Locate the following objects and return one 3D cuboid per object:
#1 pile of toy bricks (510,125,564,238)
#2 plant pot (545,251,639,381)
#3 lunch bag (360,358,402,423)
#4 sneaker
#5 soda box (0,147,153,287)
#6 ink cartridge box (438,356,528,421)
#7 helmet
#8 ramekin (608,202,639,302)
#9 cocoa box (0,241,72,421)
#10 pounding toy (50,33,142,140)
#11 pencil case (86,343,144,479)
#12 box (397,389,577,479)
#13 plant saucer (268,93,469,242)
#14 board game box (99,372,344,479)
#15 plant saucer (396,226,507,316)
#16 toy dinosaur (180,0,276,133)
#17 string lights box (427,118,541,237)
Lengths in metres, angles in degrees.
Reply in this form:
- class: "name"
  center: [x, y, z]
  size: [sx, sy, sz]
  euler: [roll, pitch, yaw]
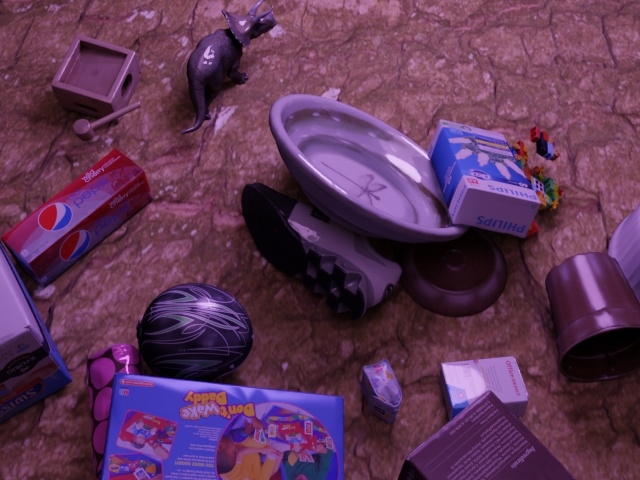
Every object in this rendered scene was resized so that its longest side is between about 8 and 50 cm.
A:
- class: "pile of toy bricks"
  center: [0.406, -0.103, 1.494]
  size: [0.105, 0.118, 0.212]
  euler: [30, 47, -20]
- class: "plant pot"
  center: [0.452, 0.119, 1.320]
  size: [0.167, 0.167, 0.165]
  euler: [-4, 51, -3]
- class: "lunch bag"
  center: [0.098, 0.243, 1.283]
  size: [0.053, 0.071, 0.083]
  euler: [-19, 61, -13]
- class: "sneaker"
  center: [0.000, 0.000, 1.422]
  size: [0.330, 0.122, 0.146]
  euler: [41, 48, 23]
- class: "soda box"
  center: [-0.429, -0.043, 1.443]
  size: [0.083, 0.092, 0.263]
  euler: [36, 65, 22]
- class: "ink cartridge box"
  center: [0.259, 0.239, 1.290]
  size: [0.122, 0.052, 0.088]
  euler: [-6, 45, -2]
- class: "helmet"
  center: [-0.197, 0.145, 1.282]
  size: [0.169, 0.161, 0.169]
  euler: [19, 57, -32]
- class: "ramekin"
  center: [0.655, 0.018, 1.391]
  size: [0.277, 0.135, 0.277]
  euler: [0, 58, 0]
- class: "cocoa box"
  center: [-0.587, 0.107, 1.269]
  size: [0.231, 0.228, 0.347]
  euler: [-29, 63, -16]
- class: "pounding toy"
  center: [-0.430, -0.276, 1.594]
  size: [0.181, 0.094, 0.206]
  euler: [17, 69, 4]
- class: "pencil case"
  center: [-0.317, 0.271, 1.257]
  size: [0.098, 0.095, 0.209]
  euler: [-23, 56, 14]
- class: "box"
  center: [0.239, 0.362, 1.154]
  size: [0.167, 0.168, 0.203]
  euler: [-33, 64, -20]
- class: "plant saucer"
  center: [0.074, -0.107, 1.419]
  size: [0.400, 0.100, 0.400]
  euler: [25, 28, -14]
- class: "board game box"
  center: [-0.140, 0.331, 1.170]
  size: [0.347, 0.078, 0.233]
  euler: [9, 57, -14]
- class: "plant saucer"
  center: [0.236, 0.039, 1.432]
  size: [0.199, 0.036, 0.198]
  euler: [1, 58, -1]
- class: "toy dinosaur"
  center: [-0.216, -0.346, 1.593]
  size: [0.121, 0.160, 0.313]
  euler: [29, 62, 17]
- class: "string lights box"
  center: [0.282, -0.114, 1.429]
  size: [0.133, 0.076, 0.259]
  euler: [11, 32, -11]
